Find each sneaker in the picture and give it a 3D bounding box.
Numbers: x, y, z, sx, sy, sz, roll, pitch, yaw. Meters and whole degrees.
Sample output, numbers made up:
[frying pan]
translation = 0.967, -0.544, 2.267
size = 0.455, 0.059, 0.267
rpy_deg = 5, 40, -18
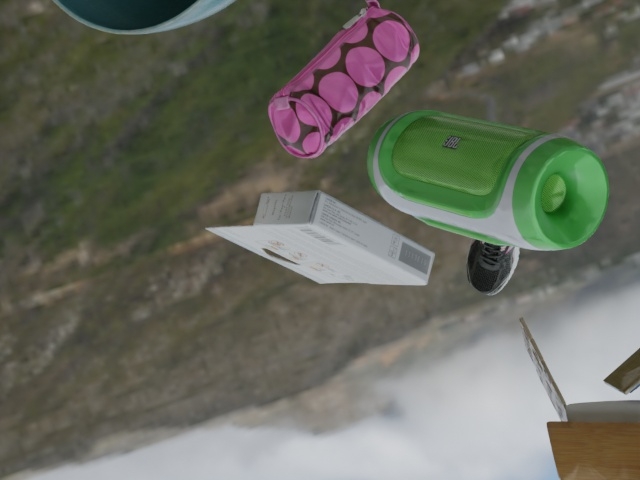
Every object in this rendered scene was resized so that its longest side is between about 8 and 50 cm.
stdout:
[sneaker]
translation = 0.239, -0.013, 1.994
size = 0.072, 0.178, 0.077
rpy_deg = 17, -172, 15

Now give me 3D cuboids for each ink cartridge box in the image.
[ink cartridge box]
translation = 0.000, 0.000, 2.279
size = 0.239, 0.060, 0.275
rpy_deg = 0, 160, 46

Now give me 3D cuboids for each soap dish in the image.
[soap dish]
translation = 0.460, 0.292, 1.960
size = 0.229, 0.118, 0.291
rpy_deg = 15, 170, -15

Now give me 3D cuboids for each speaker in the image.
[speaker]
translation = 0.176, -0.070, 1.624
size = 0.131, 0.131, 0.296
rpy_deg = -18, -160, -29

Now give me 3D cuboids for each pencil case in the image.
[pencil case]
translation = 0.025, -0.195, 1.766
size = 0.095, 0.098, 0.209
rpy_deg = 11, -132, 40

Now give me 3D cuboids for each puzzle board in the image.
[puzzle board]
translation = 0.417, 0.160, 1.903
size = 0.096, 0.011, 0.128
rpy_deg = -41, -178, 0

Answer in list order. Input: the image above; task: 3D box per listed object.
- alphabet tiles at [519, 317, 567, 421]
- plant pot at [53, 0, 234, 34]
[alphabet tiles]
translation = 0.382, 0.244, 2.439
size = 0.009, 0.198, 0.237
rpy_deg = -26, 159, 2
[plant pot]
translation = -0.144, -0.358, 1.533
size = 0.290, 0.290, 0.195
rpy_deg = -21, 175, 29
